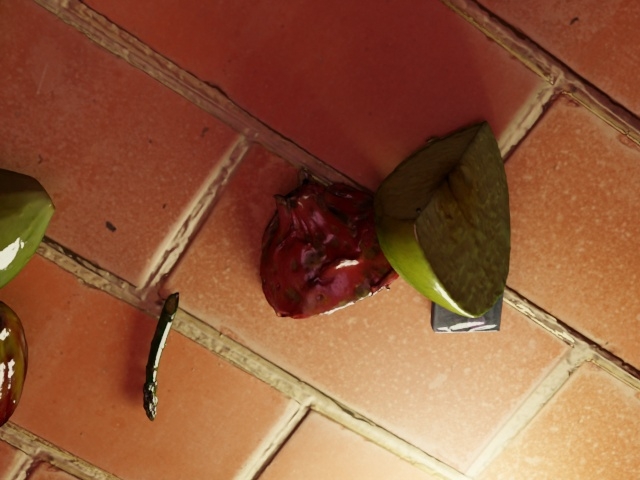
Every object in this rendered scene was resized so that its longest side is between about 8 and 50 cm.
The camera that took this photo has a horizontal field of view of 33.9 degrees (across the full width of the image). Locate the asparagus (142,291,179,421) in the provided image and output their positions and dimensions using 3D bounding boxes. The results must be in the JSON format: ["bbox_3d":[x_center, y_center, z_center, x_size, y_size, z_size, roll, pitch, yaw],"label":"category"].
[{"bbox_3d":[-0.265,0.191,1.710,0.034,0.027,0.236,16,111,2],"label":"asparagus"}]

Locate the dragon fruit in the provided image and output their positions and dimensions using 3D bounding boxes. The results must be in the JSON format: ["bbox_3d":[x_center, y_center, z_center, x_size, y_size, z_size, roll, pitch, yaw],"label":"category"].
[{"bbox_3d":[0.000,0.000,1.592,0.262,0.134,0.212,-27,108,7],"label":"dragon fruit"}]

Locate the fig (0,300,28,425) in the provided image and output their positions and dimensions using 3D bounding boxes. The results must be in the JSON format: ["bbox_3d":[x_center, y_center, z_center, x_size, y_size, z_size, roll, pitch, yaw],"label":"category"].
[{"bbox_3d":[-0.555,0.195,1.600,0.224,0.224,0.263,38,93,-17],"label":"fig"}]

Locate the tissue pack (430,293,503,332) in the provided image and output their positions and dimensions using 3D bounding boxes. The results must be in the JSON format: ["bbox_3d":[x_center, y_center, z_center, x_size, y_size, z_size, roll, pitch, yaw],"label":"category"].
[{"bbox_3d":[0.235,0.071,1.679,0.112,0.051,0.156,0,113,-2],"label":"tissue pack"}]

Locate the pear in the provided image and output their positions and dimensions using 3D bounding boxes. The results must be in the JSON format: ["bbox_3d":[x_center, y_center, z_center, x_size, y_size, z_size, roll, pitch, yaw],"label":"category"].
[{"bbox_3d":[0.189,-0.006,1.563,0.139,0.288,0.239,-13,118,41],"label":"pear"}]

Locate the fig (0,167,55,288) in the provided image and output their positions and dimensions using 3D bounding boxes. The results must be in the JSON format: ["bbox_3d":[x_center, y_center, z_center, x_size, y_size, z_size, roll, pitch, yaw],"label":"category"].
[{"bbox_3d":[-0.511,-0.011,1.529,0.230,0.207,0.207,-9,118,-36],"label":"fig"}]
